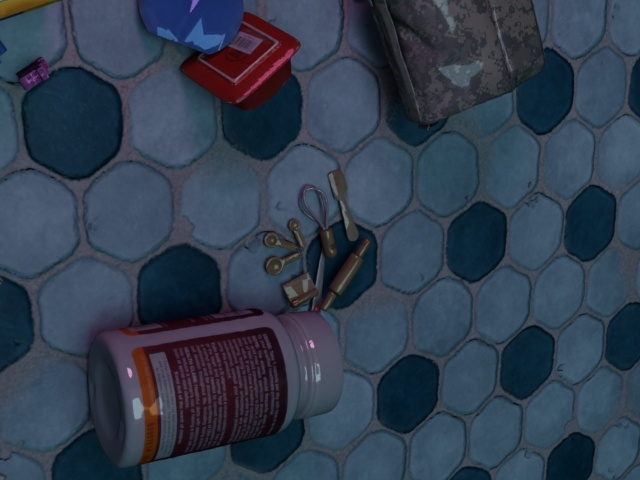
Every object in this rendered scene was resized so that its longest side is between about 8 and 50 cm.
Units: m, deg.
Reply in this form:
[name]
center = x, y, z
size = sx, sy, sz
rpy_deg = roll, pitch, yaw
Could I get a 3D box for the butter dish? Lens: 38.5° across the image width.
[butter dish]
center = -0.118, -0.274, 1.512
size = 0.160, 0.160, 0.118
rpy_deg = -45, 144, -13

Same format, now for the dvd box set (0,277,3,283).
[dvd box set]
center = -0.695, 0.121, 1.247
size = 0.307, 0.062, 0.420
rpy_deg = 44, 79, -31

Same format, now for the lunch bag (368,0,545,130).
[lunch bag]
center = 0.222, -0.382, 1.629
size = 0.256, 0.212, 0.305
rpy_deg = -34, 119, -25

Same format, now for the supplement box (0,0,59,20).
[supplement box]
center = -0.484, -0.465, 1.192
size = 0.194, 0.195, 0.356
rpy_deg = -26, 115, -23

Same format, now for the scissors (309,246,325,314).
[scissors]
center = -0.018, 0.150, 1.746
size = 0.109, 0.021, 0.297
rpy_deg = -15, 111, -28

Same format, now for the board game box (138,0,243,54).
[board game box]
center = -0.210, -0.375, 1.473
size = 0.169, 0.033, 0.133
rpy_deg = 17, 84, -16

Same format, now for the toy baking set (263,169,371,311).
[toy baking set]
center = 0.004, 0.005, 1.705
size = 0.197, 0.030, 0.256
rpy_deg = 43, 79, -27

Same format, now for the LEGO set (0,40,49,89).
[LEGO set]
center = -0.497, -0.219, 1.311
size = 0.227, 0.093, 0.087
rpy_deg = -39, 120, -16

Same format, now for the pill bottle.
[pill bottle]
center = -0.174, 0.237, 1.555
size = 0.392, 0.224, 0.224
rpy_deg = -6, 106, -29

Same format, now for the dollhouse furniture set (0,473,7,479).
[dollhouse furniture set]
center = -0.506, 0.419, 1.491
size = 0.152, 0.076, 0.058
rpy_deg = 33, 86, -33
